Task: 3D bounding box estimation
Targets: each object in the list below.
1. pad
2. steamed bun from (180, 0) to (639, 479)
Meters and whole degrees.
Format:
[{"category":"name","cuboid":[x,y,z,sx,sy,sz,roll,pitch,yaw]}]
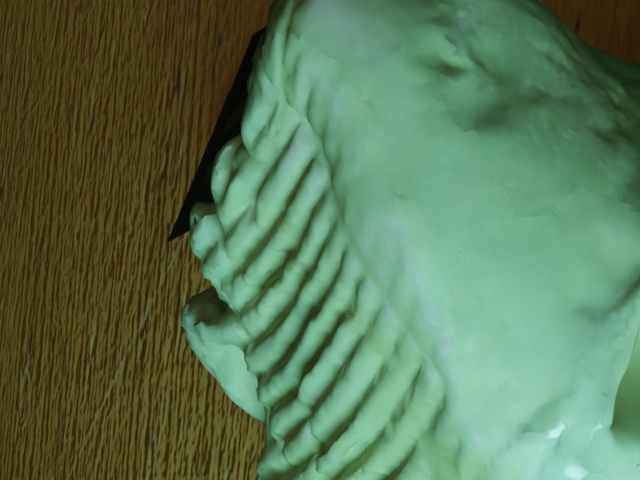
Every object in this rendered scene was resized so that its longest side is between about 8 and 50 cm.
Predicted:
[{"category":"pad","cuboid":[-0.042,-0.092,1.199,0.127,0.004,0.190,-27,37,51]},{"category":"steamed bun","cuboid":[0.091,0.046,0.830,0.352,0.247,0.339,58,150,22]}]
